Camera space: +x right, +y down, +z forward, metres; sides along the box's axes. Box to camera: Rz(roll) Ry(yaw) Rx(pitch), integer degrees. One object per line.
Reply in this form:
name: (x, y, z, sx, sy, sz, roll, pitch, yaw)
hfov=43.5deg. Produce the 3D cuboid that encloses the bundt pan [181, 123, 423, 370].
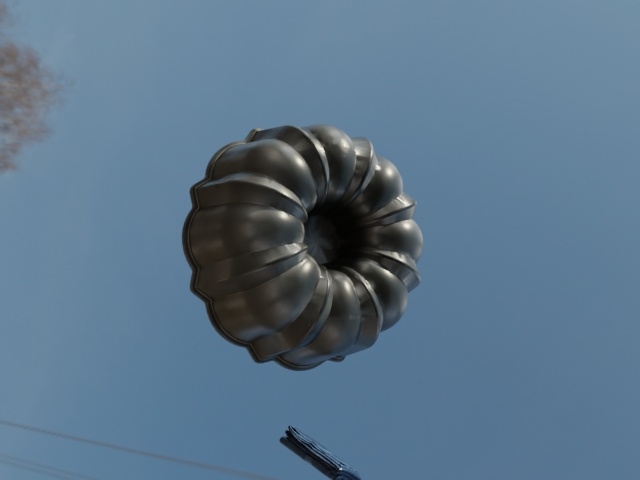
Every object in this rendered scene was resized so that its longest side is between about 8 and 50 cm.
bundt pan: (0.000, 0.000, 1.018, 0.124, 0.331, 0.330, -14, -100, 56)

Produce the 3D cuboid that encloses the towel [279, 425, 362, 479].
towel: (0.003, 0.291, 1.072, 0.119, 0.067, 0.029, 22, -105, 46)
